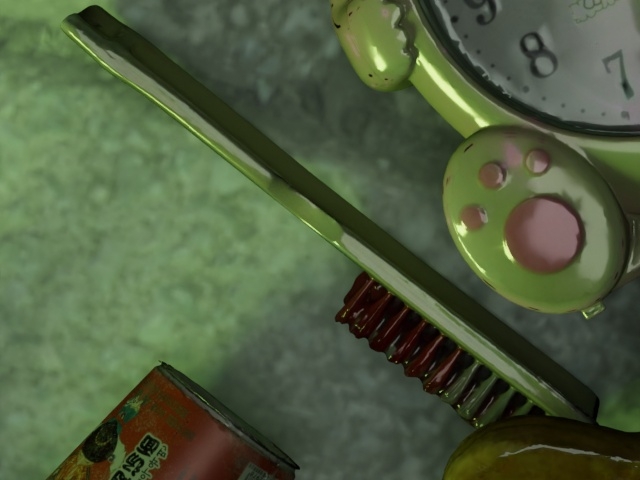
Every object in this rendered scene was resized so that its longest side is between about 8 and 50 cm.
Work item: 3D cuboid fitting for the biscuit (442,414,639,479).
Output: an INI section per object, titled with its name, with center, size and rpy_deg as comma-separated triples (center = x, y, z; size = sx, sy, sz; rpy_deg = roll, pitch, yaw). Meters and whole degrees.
[biscuit]
center = 0.182, 0.170, 0.889
size = 0.283, 0.064, 0.432
rpy_deg = 18, 112, -1

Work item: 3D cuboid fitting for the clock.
[clock]
center = 0.135, -0.152, 0.857
size = 0.284, 0.114, 0.309
rpy_deg = -31, 87, 15

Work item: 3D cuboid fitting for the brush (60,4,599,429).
[brush]
center = 0.000, 0.000, 0.923
size = 0.321, 0.060, 0.050
rpy_deg = 39, 106, -2

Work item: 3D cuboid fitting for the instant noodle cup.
[instant noodle cup]
center = -0.085, 0.137, 0.913
size = 0.127, 0.127, 0.136
rpy_deg = 38, 87, -2
